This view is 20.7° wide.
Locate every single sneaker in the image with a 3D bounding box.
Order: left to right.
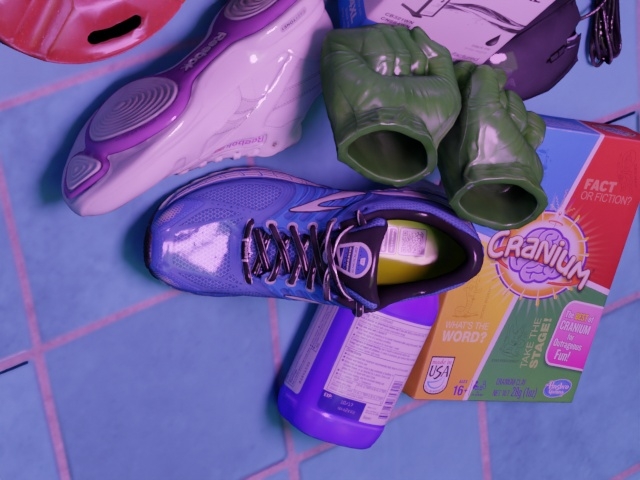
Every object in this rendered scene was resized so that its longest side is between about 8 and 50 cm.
[{"bbox_3d":[-0.094,-0.105,1.584,0.305,0.114,0.152,-40,128,-14],"label":"sneaker"},{"bbox_3d":[0.000,0.000,1.637,0.330,0.147,0.129,-2,98,-12],"label":"sneaker"}]

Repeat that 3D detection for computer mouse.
[{"bbox_3d":[0.233,-0.233,1.775,0.262,0.060,0.184,-21,121,-35],"label":"computer mouse"}]

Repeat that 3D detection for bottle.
[{"bbox_3d":[0.058,0.072,1.791,0.118,0.092,0.282,18,100,-38],"label":"bottle"}]

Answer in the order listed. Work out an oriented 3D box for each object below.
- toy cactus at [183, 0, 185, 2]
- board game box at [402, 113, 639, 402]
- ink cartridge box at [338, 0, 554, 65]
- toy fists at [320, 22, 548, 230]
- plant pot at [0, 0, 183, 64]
[{"bbox_3d":[-0.090,-0.289,1.515,0.219,0.112,0.180,-24,111,-5],"label":"toy cactus"},{"bbox_3d":[0.217,0.020,1.898,0.242,0.064,0.316,4,109,-37],"label":"board game box"},{"bbox_3d":[0.129,-0.248,1.607,0.148,0.203,0.085,12,59,-27],"label":"ink cartridge box"},{"bbox_3d":[0.110,-0.116,1.618,0.279,0.142,0.096,20,135,-39],"label":"toy fists"},{"bbox_3d":[-0.229,-0.264,1.314,0.272,0.265,0.272,-16,120,-29],"label":"plant pot"}]
